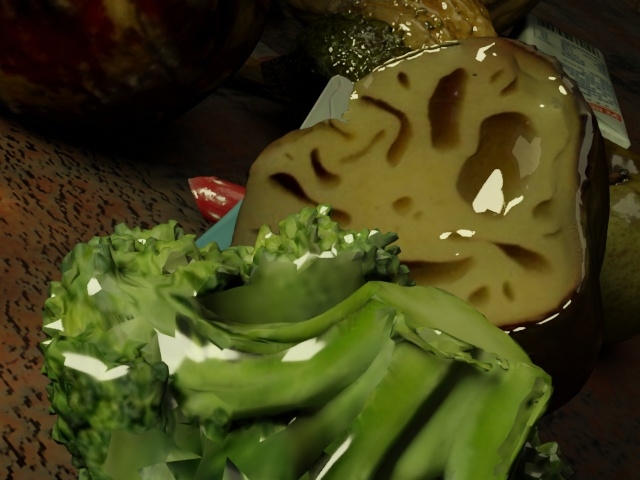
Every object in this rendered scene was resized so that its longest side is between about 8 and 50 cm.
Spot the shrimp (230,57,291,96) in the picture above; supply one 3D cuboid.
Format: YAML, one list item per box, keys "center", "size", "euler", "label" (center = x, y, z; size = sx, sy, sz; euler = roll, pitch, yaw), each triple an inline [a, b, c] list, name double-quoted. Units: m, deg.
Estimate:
- center: [-0.070, -0.159, 0.933]
  size: [0.127, 0.025, 0.091]
  euler: [20, 26, -15]
  label: "shrimp"

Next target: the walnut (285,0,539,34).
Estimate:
- center: [0.099, -0.335, 1.114]
  size: [0.343, 0.306, 0.306]
  euler: [4, 6, 38]
  label: "walnut"

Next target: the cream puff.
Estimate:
- center: [0.039, -0.140, 0.891]
  size: [0.169, 0.183, 0.183]
  euler: [-30, 59, -30]
  label: "cream puff"

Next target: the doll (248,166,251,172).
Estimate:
- center: [0.034, -0.035, 0.771]
  size: [0.165, 0.057, 0.139]
  euler: [6, 18, -17]
  label: "doll"

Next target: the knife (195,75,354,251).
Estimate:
- center: [-0.016, -0.030, 0.660]
  size: [0.058, 0.032, 0.244]
  euler: [32, 46, 4]
  label: "knife"

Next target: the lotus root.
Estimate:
- center: [0.072, 0.013, 0.593]
  size: [0.180, 0.188, 0.199]
  euler: [52, 40, -51]
  label: "lotus root"

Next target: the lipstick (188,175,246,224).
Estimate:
- center: [0.000, 0.000, 0.690]
  size: [0.186, 0.057, 0.063]
  euler: [21, 54, -7]
  label: "lipstick"

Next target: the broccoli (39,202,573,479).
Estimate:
- center: [0.008, 0.092, 0.394]
  size: [0.226, 0.176, 0.198]
  euler: [22, 29, 37]
  label: "broccoli"

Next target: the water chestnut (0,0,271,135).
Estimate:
- center: [-0.142, -0.203, 0.686]
  size: [0.289, 0.244, 0.289]
  euler: [22, 26, -11]
  label: "water chestnut"

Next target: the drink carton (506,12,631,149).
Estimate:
- center: [0.212, -0.115, 1.034]
  size: [0.106, 0.131, 0.315]
  euler: [27, 25, -3]
  label: "drink carton"

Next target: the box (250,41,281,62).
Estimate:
- center: [-0.043, -0.160, 0.979]
  size: [0.083, 0.012, 0.046]
  euler: [37, 25, 17]
  label: "box"

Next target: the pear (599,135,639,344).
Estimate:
- center: [0.201, -0.006, 0.814]
  size: [0.167, 0.137, 0.167]
  euler: [20, 31, -13]
  label: "pear"
